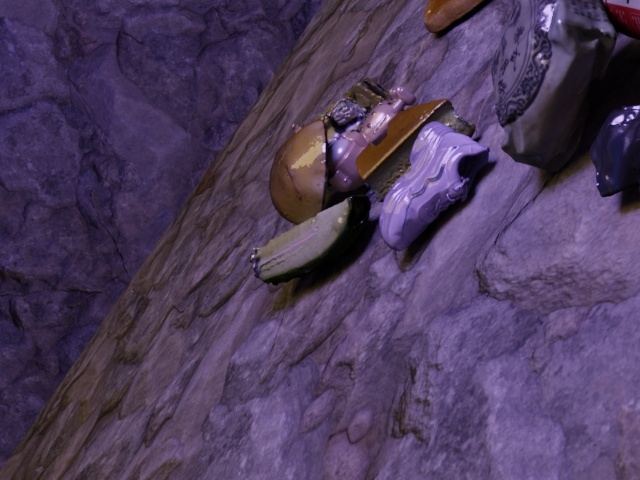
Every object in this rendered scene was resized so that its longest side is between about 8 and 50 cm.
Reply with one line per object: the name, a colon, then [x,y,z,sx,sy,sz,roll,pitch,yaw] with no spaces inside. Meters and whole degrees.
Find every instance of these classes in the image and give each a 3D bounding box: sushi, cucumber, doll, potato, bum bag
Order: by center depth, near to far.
bum bag: [0.446,-0.132,1.177,0.310,0.074,0.137,-17,57,63]
cucumber: [0.002,0.001,1.980,0.325,0.145,0.105,-31,74,45]
potato: [-0.051,-0.150,2.097,0.299,0.116,0.239,130,145,-76]
doll: [0.101,-0.222,2.105,0.278,0.119,0.154,-53,15,-13]
sushi: [0.040,-0.265,2.264,0.291,0.139,0.131,-48,5,15]

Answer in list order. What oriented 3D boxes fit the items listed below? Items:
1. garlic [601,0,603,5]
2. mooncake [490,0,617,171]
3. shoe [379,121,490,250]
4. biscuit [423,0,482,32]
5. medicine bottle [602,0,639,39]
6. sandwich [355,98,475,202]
garlic: [0.454,-0.464,1.652,0.325,0.132,0.279,-60,20,-9]
mooncake: [0.341,-0.267,1.459,0.254,0.136,0.250,-83,7,-53]
shoe: [0.202,-0.085,1.680,0.137,0.095,0.245,23,86,49]
biscuit: [0.377,-0.638,2.241,0.343,0.057,0.287,-33,28,47]
medicine bottle: [0.498,-0.332,1.324,0.131,0.131,0.250,-51,19,10]
sandwich: [0.183,-0.173,1.823,0.235,0.122,0.128,-44,25,20]
